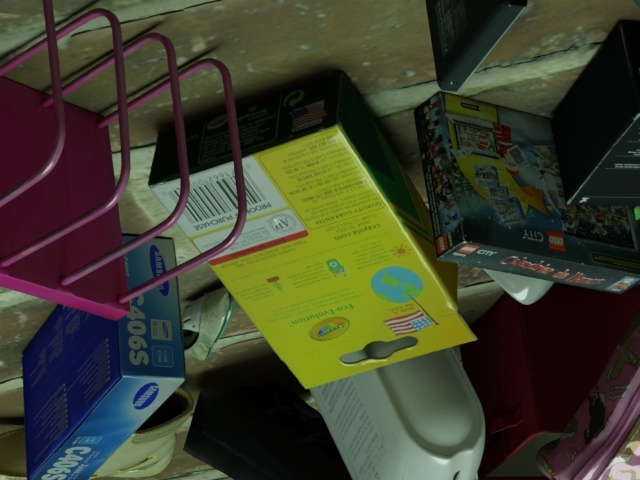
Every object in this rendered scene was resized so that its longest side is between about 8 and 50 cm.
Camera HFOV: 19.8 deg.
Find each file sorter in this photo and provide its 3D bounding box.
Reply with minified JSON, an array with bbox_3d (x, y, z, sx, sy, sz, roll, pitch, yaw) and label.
[{"bbox_3d":[-0.224,-0.088,1.512,0.182,0.202,0.290,-28,148,33],"label":"file sorter"}]

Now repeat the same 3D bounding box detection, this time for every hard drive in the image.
[{"bbox_3d":[0.125,-0.195,1.490,0.022,0.094,0.135,3,154,-20],"label":"hard drive"}]

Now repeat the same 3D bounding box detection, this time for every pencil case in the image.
[{"bbox_3d":[0.386,0.129,1.986,0.167,0.160,0.386,20,110,-22],"label":"pencil case"}]

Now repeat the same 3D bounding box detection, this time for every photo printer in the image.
[{"bbox_3d":[0.068,0.151,1.975,0.107,0.307,0.256,-20,159,-19],"label":"photo printer"}]

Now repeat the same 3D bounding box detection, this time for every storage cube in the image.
[{"bbox_3d":[0.295,0.173,2.226,0.215,0.193,0.183,3,154,-19],"label":"storage cube"}]

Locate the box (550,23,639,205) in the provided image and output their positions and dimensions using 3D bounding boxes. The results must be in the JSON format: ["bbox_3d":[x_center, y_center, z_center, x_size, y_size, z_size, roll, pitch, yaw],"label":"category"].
[{"bbox_3d":[0.374,-0.114,1.727,0.261,0.103,0.184,0,152,-16],"label":"box"}]

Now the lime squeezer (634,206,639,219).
[{"bbox_3d":[0.318,-0.019,1.890,0.059,0.110,0.310,-24,176,-12],"label":"lime squeezer"}]

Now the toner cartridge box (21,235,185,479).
[{"bbox_3d":[-0.248,0.140,2.044,0.075,0.165,0.348,4,154,-25],"label":"toner cartridge box"}]

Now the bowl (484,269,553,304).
[{"bbox_3d":[0.191,-0.013,1.831,0.053,0.142,0.142,-44,178,27],"label":"bowl"}]

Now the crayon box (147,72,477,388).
[{"bbox_3d":[0.000,0.000,1.773,0.202,0.081,0.318,-17,131,21],"label":"crayon box"}]

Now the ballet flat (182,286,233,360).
[{"bbox_3d":[-0.140,0.099,2.116,0.052,0.057,0.168,9,153,-10],"label":"ballet flat"}]

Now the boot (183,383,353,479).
[{"bbox_3d":[0.086,0.327,2.286,0.367,0.146,0.445,24,179,-43],"label":"boot"}]

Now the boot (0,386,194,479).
[{"bbox_3d":[-0.301,0.248,2.347,0.262,0.095,0.203,-1,156,-16],"label":"boot"}]

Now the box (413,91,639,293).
[{"bbox_3d":[0.203,-0.043,1.766,0.233,0.159,0.044,11,150,-33],"label":"box"}]

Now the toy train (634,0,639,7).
[{"bbox_3d":[0.323,-0.227,1.443,0.190,0.142,0.334,-6,161,29],"label":"toy train"}]
